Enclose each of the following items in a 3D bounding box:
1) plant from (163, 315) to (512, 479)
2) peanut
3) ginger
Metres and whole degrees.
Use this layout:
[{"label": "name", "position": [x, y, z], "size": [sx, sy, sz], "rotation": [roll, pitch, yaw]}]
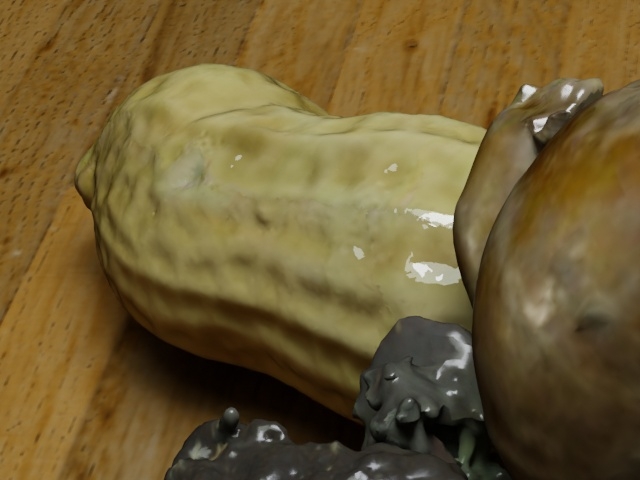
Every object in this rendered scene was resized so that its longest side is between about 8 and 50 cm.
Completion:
[{"label": "plant", "position": [0.007, 0.124, 0.659], "size": [0.131, 0.142, 0.203], "rotation": [10, 27, 37]}, {"label": "peanut", "position": [0.000, 0.000, 0.847], "size": [0.305, 0.147, 0.147], "rotation": [17, 43, 38]}, {"label": "ginger", "position": [0.159, 0.066, 0.581], "size": [0.176, 0.256, 0.375], "rotation": [-9, 43, -27]}]
